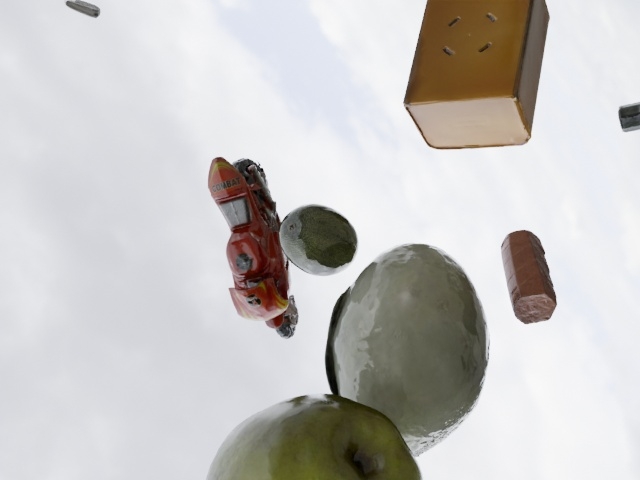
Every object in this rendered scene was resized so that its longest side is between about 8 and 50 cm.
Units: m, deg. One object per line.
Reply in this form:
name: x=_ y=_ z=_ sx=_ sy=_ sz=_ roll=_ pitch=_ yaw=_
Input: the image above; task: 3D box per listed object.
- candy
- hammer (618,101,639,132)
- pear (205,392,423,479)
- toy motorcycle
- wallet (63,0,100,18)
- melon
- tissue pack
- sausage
candy: x=0.136 y=0.150 z=1.342 sx=0.295 sy=0.185 sz=0.296 roll=-2 pitch=-87 yaw=-53
hammer: x=0.548 y=-0.044 z=1.527 sx=0.043 sy=0.111 sz=0.365 roll=-40 pitch=-62 yaw=-62
pear: x=-0.015 y=0.314 z=1.155 sx=0.252 sy=0.307 sz=0.253 roll=13 pitch=-129 yaw=-17
toy motorcycle: x=-0.095 y=0.014 z=1.537 sx=0.171 sy=0.089 sz=0.298 roll=-16 pitch=-89 yaw=-65
wallet: x=-0.422 y=-0.413 z=1.751 sx=0.061 sy=0.025 sz=0.122 roll=12 pitch=-169 yaw=-19
melon: x=0.000 y=0.000 z=1.361 sx=0.130 sy=0.098 sz=0.098 roll=22 pitch=-141 yaw=-46
tissue pack: x=0.275 y=-0.305 z=1.681 sx=0.145 sy=0.194 sz=0.275 roll=49 pitch=-132 yaw=-49
sausage: x=0.288 y=0.040 z=1.388 sx=0.065 sy=0.065 sz=0.169 roll=40 pitch=-152 yaw=-25
